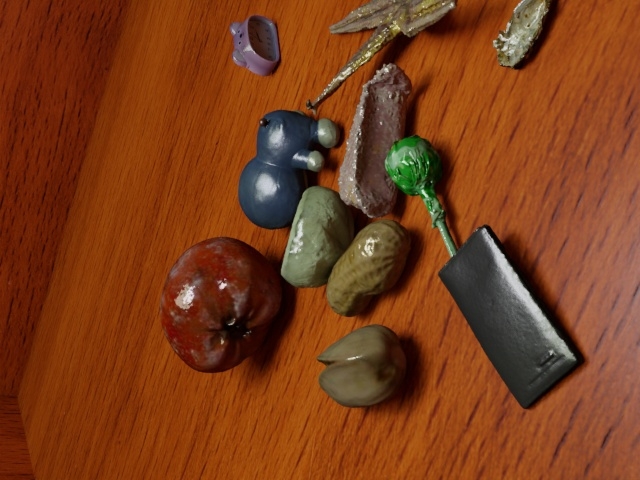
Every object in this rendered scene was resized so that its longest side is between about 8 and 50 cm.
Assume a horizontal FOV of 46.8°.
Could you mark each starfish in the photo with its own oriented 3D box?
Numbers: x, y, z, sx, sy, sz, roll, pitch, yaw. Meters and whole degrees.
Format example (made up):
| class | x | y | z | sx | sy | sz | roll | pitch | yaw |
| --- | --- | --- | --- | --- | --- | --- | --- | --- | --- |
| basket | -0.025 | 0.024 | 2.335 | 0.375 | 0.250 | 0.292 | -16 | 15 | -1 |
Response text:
| class | x | y | z | sx | sy | sz | roll | pitch | yaw |
| --- | --- | --- | --- | --- | --- | --- | --- | --- | --- |
| starfish | 0.104 | -0.432 | 1.361 | 0.383 | 0.132 | 0.398 | -36 | 47 | 40 |

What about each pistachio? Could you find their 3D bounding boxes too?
| class | x | y | z | sx | sy | sz | roll | pitch | yaw |
| --- | --- | --- | --- | --- | --- | --- | --- | --- | --- |
| pistachio | 0.064 | 0.214 | 1.242 | 0.206 | 0.131 | 0.130 | -34 | 46 | 52 |

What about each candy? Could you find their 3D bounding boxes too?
| class | x | y | z | sx | sy | sz | roll | pitch | yaw |
| --- | --- | --- | --- | --- | --- | --- | --- | --- | --- |
| candy | 0.191 | -0.032 | 1.185 | 0.097 | 0.097 | 0.324 | -45 | 54 | 40 |

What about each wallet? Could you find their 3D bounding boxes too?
| class | x | y | z | sx | sy | sz | roll | pitch | yaw |
| --- | --- | --- | --- | --- | --- | --- | --- | --- | --- |
| wallet | 0.257 | 0.104 | 1.043 | 0.124 | 0.025 | 0.244 | -55 | 50 | 37 |

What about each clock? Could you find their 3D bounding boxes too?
| class | x | y | z | sx | sy | sz | roll | pitch | yaw |
| --- | --- | --- | --- | --- | --- | --- | --- | --- | --- |
| clock | -0.159 | -0.482 | 1.798 | 0.050 | 0.110 | 0.153 | -39 | 50 | 47 |

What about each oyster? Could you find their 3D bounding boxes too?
| class | x | y | z | sx | sy | sz | roll | pitch | yaw |
| --- | --- | --- | --- | --- | --- | --- | --- | --- | --- |
| oyster | 0.314 | -0.317 | 1.110 | 0.132 | 0.029 | 0.086 | -40 | 55 | 40 |

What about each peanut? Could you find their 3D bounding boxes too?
| class | x | y | z | sx | sy | sz | roll | pitch | yaw |
| --- | --- | --- | --- | --- | --- | --- | --- | --- | --- |
| peanut | 0.080 | 0.054 | 1.293 | 0.226 | 0.095 | 0.108 | -52 | 58 | 38 |

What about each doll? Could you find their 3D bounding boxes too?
| class | x | y | z | sx | sy | sz | roll | pitch | yaw |
| --- | --- | --- | --- | --- | --- | --- | --- | --- | --- |
| doll | -0.079 | -0.148 | 1.566 | 0.228 | 0.153 | 0.259 | 32 | 114 | 51 |

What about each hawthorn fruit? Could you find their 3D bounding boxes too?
| class | x | y | z | sx | sy | sz | roll | pitch | yaw |
| --- | --- | --- | --- | --- | --- | --- | --- | --- | --- |
| hawthorn fruit | -0.211 | 0.133 | 1.581 | 0.284 | 0.284 | 0.285 | -22 | 63 | 52 |

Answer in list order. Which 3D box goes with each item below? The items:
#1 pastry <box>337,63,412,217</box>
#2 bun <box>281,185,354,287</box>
| class | x | y | z | sx | sy | sz | roll | pitch | yaw |
| --- | --- | --- | --- | --- | --- | --- | --- | --- | --- |
| pastry | 0.097 | -0.174 | 1.315 | 0.112 | 0.102 | 0.265 | -165 | 89 | -68 |
| bun | 0.000 | 0.000 | 1.381 | 0.195 | 0.118 | 0.196 | 19 | -90 | -90 |
